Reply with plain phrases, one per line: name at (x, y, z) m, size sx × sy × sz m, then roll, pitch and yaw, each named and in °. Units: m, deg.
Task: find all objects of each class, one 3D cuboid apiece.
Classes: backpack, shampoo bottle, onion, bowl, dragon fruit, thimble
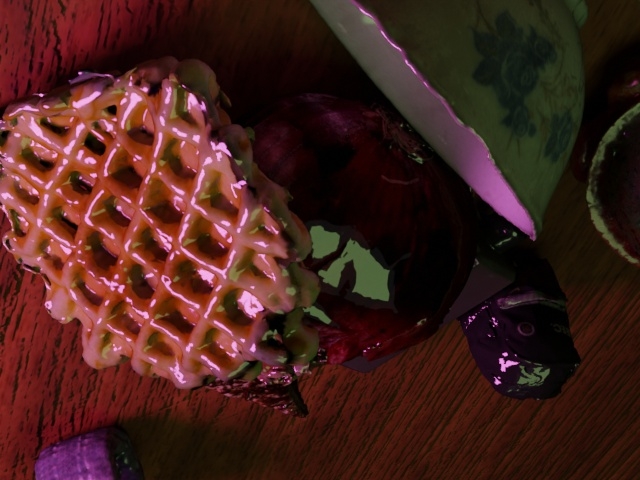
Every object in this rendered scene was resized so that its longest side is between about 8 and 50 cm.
backpack at (0.210, 0.087, 1.615) m, size 0.120 × 0.165 × 0.106 m, roll 0°, pitch 133°, yaw -28°
shampoo bottle at (0.106, 0.044, 1.583) m, size 0.246 × 0.080 × 0.079 m, roll -35°, pitch 143°, yaw 26°
onion at (0.012, -0.016, 1.344) m, size 0.281 × 0.221 × 0.281 m, roll -20°, pitch 136°, yaw -20°
bowl at (0.111, -0.162, 1.144) m, size 0.146 × 0.313 × 0.313 m, roll -40°, pitch 143°, yaw 1°
dragon fruit at (0.380, -0.063, 1.454) m, size 0.295 × 0.130 × 0.268 m, roll 28°, pitch 116°, yaw -24°
thimble at (-0.253, 0.290, 1.728) m, size 0.098 × 0.150 × 0.150 m, roll -18°, pitch 146°, yaw 4°

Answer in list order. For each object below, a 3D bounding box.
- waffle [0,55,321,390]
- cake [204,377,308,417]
waffle at (-0.141, -0.008, 1.260) m, size 0.317 × 0.073 × 0.297 m, roll -7°, pitch 114°, yaw 40°
cake at (-0.109, 0.108, 1.563) m, size 0.135 × 0.112 × 0.246 m, roll -16°, pitch 149°, yaw 6°
